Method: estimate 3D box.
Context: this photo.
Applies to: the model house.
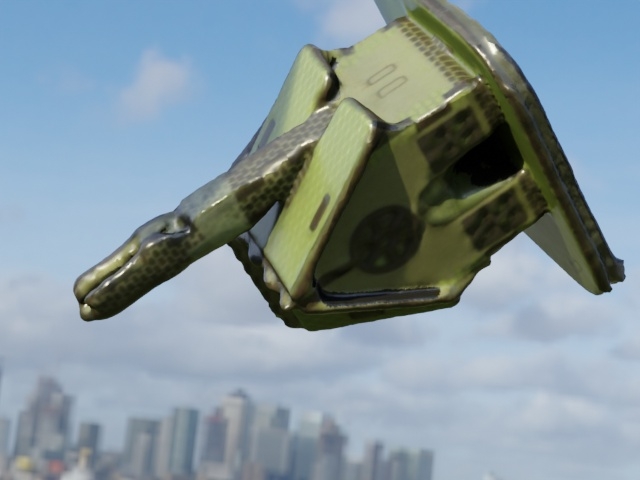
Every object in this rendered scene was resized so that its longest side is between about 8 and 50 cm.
[{"bbox_3d":[0.000,0.000,0.995,0.218,0.278,0.205,56,-3,-37],"label":"model house"}]
